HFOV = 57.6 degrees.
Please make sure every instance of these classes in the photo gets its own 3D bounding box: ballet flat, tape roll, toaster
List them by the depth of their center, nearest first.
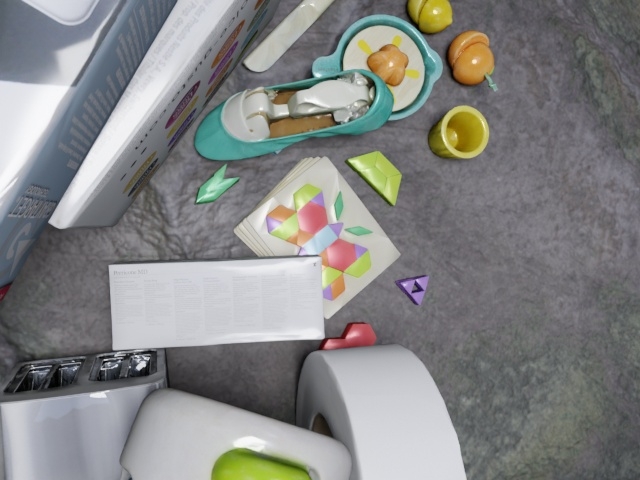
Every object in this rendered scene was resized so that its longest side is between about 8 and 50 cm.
[{"bbox_3d":[-0.241,0.186,0.605,0.168,0.186,0.110,-5,97,-14],"label":"toaster"},{"bbox_3d":[0.051,0.257,0.632,0.100,0.286,0.286,-3,90,-15],"label":"tape roll"},{"bbox_3d":[-0.038,-0.154,0.679,0.248,0.087,0.083,-10,77,5],"label":"ballet flat"}]

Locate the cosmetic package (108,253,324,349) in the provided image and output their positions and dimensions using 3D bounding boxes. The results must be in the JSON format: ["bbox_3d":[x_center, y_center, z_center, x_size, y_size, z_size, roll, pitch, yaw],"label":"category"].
[{"bbox_3d":[-0.118,0.069,0.686,0.239,0.060,0.098,-2,94,-6],"label":"cosmetic package"}]

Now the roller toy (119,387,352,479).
[{"bbox_3d":[-0.079,0.221,0.496,0.191,0.209,0.146,8,69,25],"label":"roller toy"}]

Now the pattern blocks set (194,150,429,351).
[{"bbox_3d":[0.000,0.000,0.754,0.325,0.026,0.285,37,80,-11],"label":"pattern blocks set"}]

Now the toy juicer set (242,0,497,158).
[{"bbox_3d":[0.092,-0.254,0.750,0.329,0.089,0.209,22,84,-13],"label":"toy juicer set"}]

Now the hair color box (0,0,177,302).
[{"bbox_3d":[-0.219,-0.096,0.311,0.185,0.113,0.374,29,86,-13],"label":"hair color box"}]

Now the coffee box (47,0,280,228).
[{"bbox_3d":[-0.246,-0.242,0.531,0.338,0.334,0.337,37,83,-12],"label":"coffee box"}]
